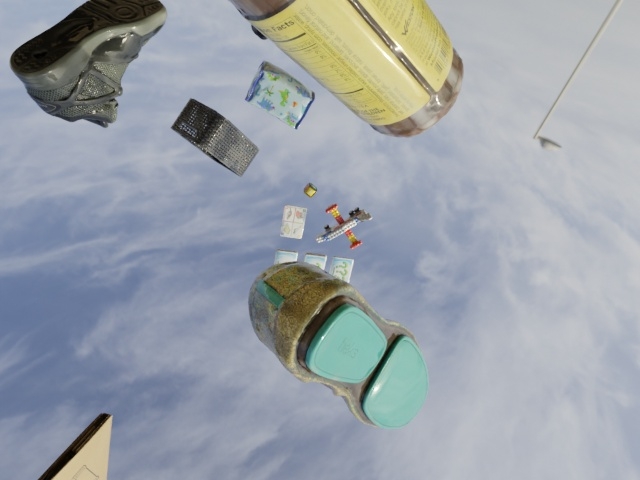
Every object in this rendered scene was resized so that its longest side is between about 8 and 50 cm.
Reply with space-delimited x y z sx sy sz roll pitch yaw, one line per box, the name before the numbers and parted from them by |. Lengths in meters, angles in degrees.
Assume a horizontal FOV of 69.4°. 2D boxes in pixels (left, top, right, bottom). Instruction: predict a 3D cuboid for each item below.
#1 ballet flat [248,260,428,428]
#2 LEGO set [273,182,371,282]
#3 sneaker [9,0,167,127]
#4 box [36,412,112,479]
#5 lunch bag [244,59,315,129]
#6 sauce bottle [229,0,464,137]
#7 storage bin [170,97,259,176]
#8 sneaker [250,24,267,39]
ballet flat | 0.032 0.121 0.519 0.123 0.348 0.123 -13 -123 20
LEGO set | 0.000 0.000 1.006 0.182 0.244 0.060 8 -153 -8
sneaker | -0.303 -0.249 0.648 0.087 0.130 0.227 30 -118 10
box | -0.382 0.395 0.707 0.021 0.201 0.164 16 -159 6
lunch bag | -0.085 -0.323 1.000 0.129 0.096 0.151 27 -148 -18
sauce bottle | -0.012 -0.197 0.330 0.344 0.111 0.111 28 -156 -47
storage bin | -0.241 -0.236 1.075 0.122 0.084 0.180 32 179 27
sneaker | -0.008 -0.320 0.631 0.234 0.078 0.106 8 -119 40
